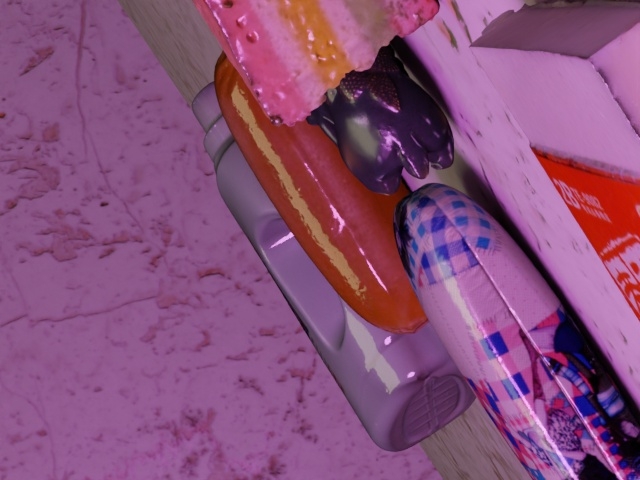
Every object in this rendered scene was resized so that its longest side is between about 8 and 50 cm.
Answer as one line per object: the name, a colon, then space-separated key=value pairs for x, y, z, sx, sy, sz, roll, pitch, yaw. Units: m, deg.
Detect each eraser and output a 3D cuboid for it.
eraser: x=0.152 y=0.008 z=0.676 sx=0.230 sy=0.038 sz=0.157 roll=56 pitch=175 yaw=-13

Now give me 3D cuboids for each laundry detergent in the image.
laundry detergent: x=0.000 y=0.000 z=1.611 sx=0.398 sy=0.124 sz=0.264 roll=56 pitch=176 yaw=18

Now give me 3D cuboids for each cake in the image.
cake: x=-0.036 y=-0.178 z=0.837 sx=0.225 sy=0.109 sz=0.090 roll=60 pitch=172 yaw=-31

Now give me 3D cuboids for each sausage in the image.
sausage: x=0.009 y=-0.046 z=1.331 sx=0.274 sy=0.105 sz=0.105 roll=56 pitch=175 yaw=-6

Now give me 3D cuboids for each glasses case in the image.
glasses case: x=0.150 y=0.105 z=1.084 sx=0.327 sy=0.076 sz=0.125 roll=57 pitch=176 yaw=-2

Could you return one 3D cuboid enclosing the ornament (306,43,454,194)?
ornament: x=-0.007 y=-0.145 z=0.955 sx=0.202 sy=0.080 sz=0.236 roll=57 pitch=176 yaw=28
